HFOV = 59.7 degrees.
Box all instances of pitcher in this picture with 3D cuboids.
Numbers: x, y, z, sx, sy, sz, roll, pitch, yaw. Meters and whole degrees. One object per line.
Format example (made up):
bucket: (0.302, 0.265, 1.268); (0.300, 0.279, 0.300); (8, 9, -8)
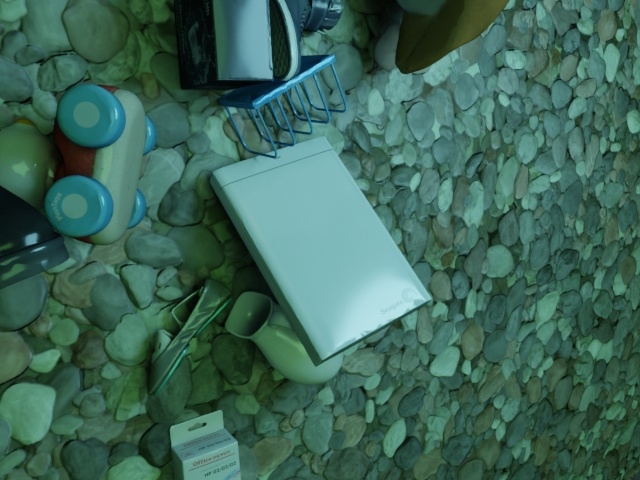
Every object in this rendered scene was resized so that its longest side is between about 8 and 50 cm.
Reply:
pitcher: (-0.040, 0.176, 0.980); (0.207, 0.177, 0.126); (39, 69, -31)

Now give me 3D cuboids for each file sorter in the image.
file sorter: (-0.057, -0.226, 0.933); (0.170, 0.118, 0.105); (-37, 122, -23)

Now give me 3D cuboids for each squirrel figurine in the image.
squirrel figurine: (0.312, -0.528, 0.970); (0.370, 0.396, 0.281); (-38, 108, -37)

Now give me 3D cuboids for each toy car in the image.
toy car: (-0.364, -0.111, 0.735); (0.237, 0.219, 0.211); (9, 94, -6)

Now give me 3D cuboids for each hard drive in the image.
hard drive: (0.000, 0.000, 0.929); (0.232, 0.047, 0.353); (-23, 73, -29)

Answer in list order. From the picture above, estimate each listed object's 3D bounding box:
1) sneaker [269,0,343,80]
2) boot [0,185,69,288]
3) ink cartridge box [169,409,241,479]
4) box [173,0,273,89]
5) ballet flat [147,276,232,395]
sneaker: (-0.026, -0.349, 0.908); (0.163, 0.086, 0.226); (2, 65, -37)
boot: (-0.444, -0.166, 0.551); (0.146, 0.366, 0.446); (-31, 114, -44)
ink cartridge box: (-0.201, 0.407, 0.985); (0.104, 0.061, 0.182); (-11, 104, -32)
box: (-0.148, -0.311, 0.833); (0.093, 0.158, 0.156); (-10, 103, -32)
ballet flat: (-0.233, 0.153, 0.926); (0.068, 0.072, 0.213); (38, 75, -4)
